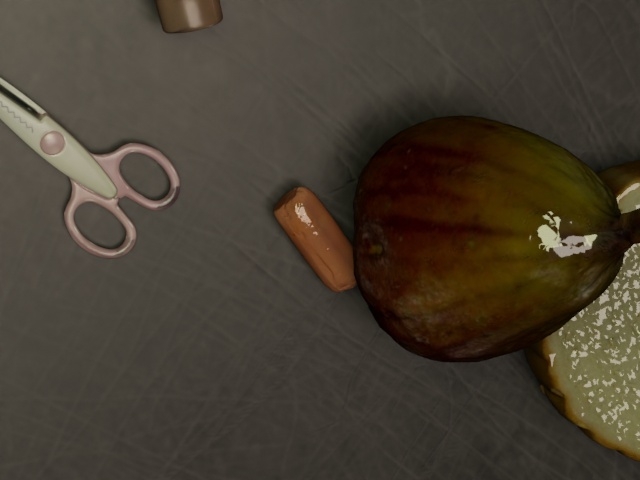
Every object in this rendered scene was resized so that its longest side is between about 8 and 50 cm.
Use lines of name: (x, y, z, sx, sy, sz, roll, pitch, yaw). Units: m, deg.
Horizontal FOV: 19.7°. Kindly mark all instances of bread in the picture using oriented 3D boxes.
bread: (0.259, 0.054, 1.354, 0.236, 0.070, 0.236, -3, 103, -13)

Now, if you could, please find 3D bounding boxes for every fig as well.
fig: (0.143, -0.008, 1.217, 0.145, 0.274, 0.170, 5, 81, -42)

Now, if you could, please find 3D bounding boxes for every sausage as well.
sausage: (0.000, 0.000, 1.294, 0.034, 0.034, 0.083, -38, 109, -4)

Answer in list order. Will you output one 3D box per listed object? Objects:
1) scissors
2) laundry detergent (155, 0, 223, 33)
scissors: (-0.177, -0.064, 1.240, 0.176, 0.022, 0.085, 42, 93, -22)
laundry detergent: (-0.147, -0.243, 1.183, 0.171, 0.076, 0.237, -14, 107, -10)
